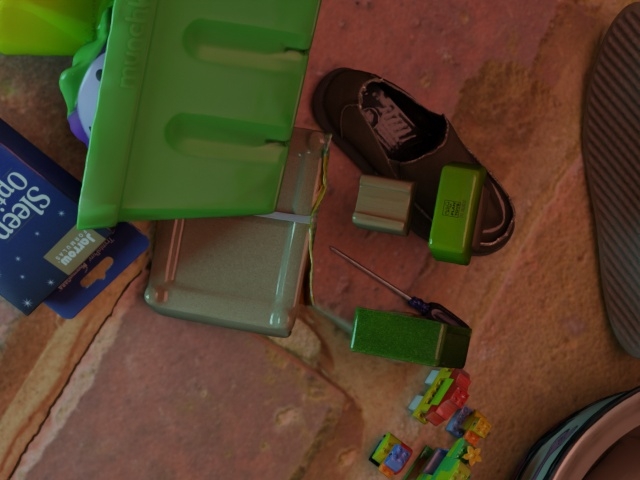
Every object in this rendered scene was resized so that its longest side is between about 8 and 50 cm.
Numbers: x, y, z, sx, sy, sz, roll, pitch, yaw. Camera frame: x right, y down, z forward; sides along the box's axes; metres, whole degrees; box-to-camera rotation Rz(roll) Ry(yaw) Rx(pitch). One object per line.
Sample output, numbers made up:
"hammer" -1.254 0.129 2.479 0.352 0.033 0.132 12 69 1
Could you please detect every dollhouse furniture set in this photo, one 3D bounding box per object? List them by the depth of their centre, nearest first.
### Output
"dollhouse furniture set" 0.000 0.000 1.658 0.301 0.151 0.197 10 89 12

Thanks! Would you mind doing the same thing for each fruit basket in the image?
"fruit basket" -0.184 -0.219 1.475 0.392 0.283 0.392 0 110 0

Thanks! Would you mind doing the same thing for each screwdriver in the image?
"screwdriver" 0.078 0.054 1.730 0.170 0.024 0.025 29 50 -16

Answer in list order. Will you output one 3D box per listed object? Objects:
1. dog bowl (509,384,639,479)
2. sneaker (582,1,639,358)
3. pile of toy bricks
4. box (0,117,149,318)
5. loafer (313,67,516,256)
"dog bowl" 0.352 0.332 1.761 0.408 0.150 0.408 1 88 -22
"sneaker" 0.370 -0.066 1.798 0.150 0.135 0.366 -7 100 -29
"pile of toy bricks" 0.113 0.235 1.693 0.118 0.105 0.212 37 76 -16
"box" -0.277 -0.022 1.544 0.225 0.136 0.036 39 31 -17
"loafer" 0.100 -0.074 1.705 0.251 0.087 0.094 39 76 -16
